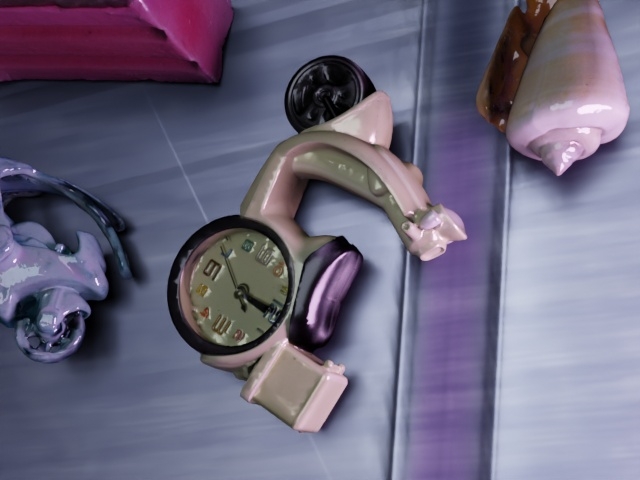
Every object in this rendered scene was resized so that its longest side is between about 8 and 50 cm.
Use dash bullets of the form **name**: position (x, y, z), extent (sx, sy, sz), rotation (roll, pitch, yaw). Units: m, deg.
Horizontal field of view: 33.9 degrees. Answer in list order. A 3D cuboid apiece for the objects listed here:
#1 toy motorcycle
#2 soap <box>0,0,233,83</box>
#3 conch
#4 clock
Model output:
- **toy motorcycle**: position (-0.355, 0.013, 1.266), extent (0.260, 0.154, 0.206), rotation (32, 65, 13)
- **soap**: position (-0.316, -0.281, 1.267), extent (0.360, 0.233, 0.128), rotation (4, 77, 17)
- **conch**: position (0.268, -0.175, 1.150), extent (0.158, 0.127, 0.255), rotation (-11, 48, 43)
- **clock**: position (0.000, 0.000, 1.179), extent (0.276, 0.120, 0.379), rotation (35, 94, 24)
